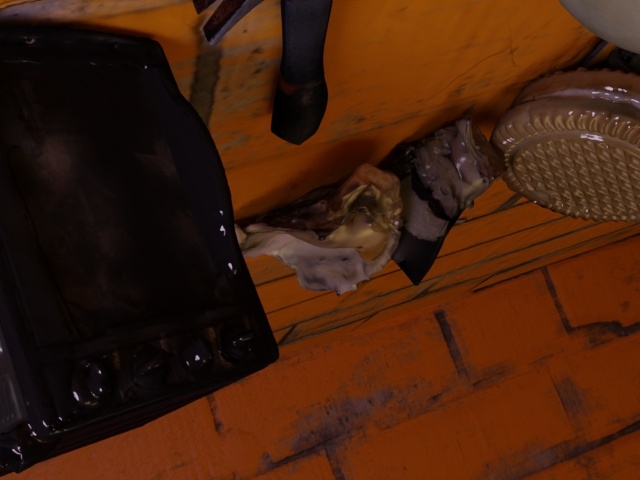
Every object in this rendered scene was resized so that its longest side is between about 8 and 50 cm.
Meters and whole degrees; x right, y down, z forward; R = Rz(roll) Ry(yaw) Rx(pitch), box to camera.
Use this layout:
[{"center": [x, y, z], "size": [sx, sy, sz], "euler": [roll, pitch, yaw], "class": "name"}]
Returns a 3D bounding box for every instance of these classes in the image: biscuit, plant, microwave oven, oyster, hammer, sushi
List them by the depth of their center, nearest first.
[{"center": [-0.167, 0.008, 0.503], "size": [0.178, 0.247, 0.188], "euler": [-12, 167, -46], "class": "microwave oven"}, {"center": [-0.018, -0.135, 0.599], "size": [0.137, 0.037, 0.290], "euler": [-19, 167, -10], "class": "hammer"}, {"center": [0.347, -0.182, 0.914], "size": [0.087, 0.085, 0.174], "euler": [-42, 166, -11], "class": "plant"}, {"center": [0.321, -0.100, 0.929], "size": [0.259, 0.079, 0.259], "euler": [19, 161, 7], "class": "biscuit"}, {"center": [0.152, -0.078, 0.986], "size": [0.109, 0.134, 0.273], "euler": [-28, 159, -32], "class": "sushi"}, {"center": [-0.001, -0.010, 1.018], "size": [0.271, 0.100, 0.275], "euler": [-15, 159, 19], "class": "oyster"}]

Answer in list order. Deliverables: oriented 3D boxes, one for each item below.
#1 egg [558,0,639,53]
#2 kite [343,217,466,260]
[{"center": [0.192, -0.185, 0.368], "size": [0.186, 0.187, 0.253], "euler": [-18, 162, -10], "class": "egg"}, {"center": [0.133, 0.008, 1.523], "size": [0.314, 0.011, 0.335], "euler": [-19, 168, -7], "class": "kite"}]
